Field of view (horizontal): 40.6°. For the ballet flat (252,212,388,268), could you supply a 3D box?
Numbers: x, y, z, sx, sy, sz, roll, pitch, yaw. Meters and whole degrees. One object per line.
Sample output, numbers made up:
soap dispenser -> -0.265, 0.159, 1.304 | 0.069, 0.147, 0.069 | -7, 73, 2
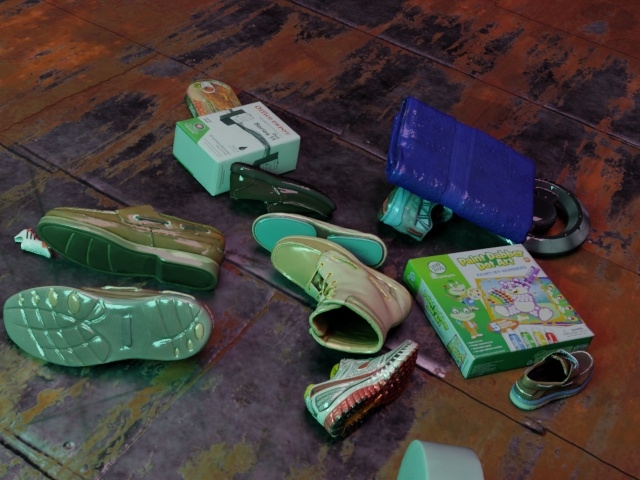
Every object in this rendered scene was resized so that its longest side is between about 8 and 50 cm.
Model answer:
ballet flat -> 0.000, 0.000, 1.575 | 0.248, 0.086, 0.086 | 15, 39, 1

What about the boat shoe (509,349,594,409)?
boat shoe -> 0.391, 0.218, 1.413 | 0.183, 0.066, 0.066 | -21, 50, -34

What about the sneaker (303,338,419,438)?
sneaker -> 0.069, 0.206, 1.328 | 0.092, 0.088, 0.225 | 35, 43, 30

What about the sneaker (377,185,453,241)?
sneaker -> 0.211, -0.084, 1.727 | 0.125, 0.104, 0.262 | 37, 47, 3

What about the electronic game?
electronic game -> 0.435, -0.054, 1.764 | 0.229, 0.048, 0.229 | 2, 45, -2

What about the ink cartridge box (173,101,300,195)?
ink cartridge box -> -0.166, -0.189, 1.737 | 0.208, 0.087, 0.153 | -22, 51, -36

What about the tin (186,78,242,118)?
tin -> -0.229, -0.288, 1.881 | 0.106, 0.040, 0.190 | -4, 42, -25

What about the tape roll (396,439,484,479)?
tape roll -> 0.138, 0.359, 1.057 | 0.072, 0.219, 0.219 | 9, 39, -3

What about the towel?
towel -> 0.272, -0.131, 1.684 | 0.308, 0.076, 0.228 | 25, 51, -12

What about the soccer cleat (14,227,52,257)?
soccer cleat -> -0.486, 0.009, 1.465 | 0.035, 0.029, 0.083 | -34, 54, -31

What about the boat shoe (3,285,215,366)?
boat shoe -> -0.317, 0.126, 1.319 | 0.324, 0.123, 0.116 | 6, 5, 5

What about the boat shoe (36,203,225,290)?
boat shoe -> -0.312, -0.004, 1.453 | 0.307, 0.111, 0.105 | 18, 54, -12

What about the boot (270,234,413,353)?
boot -> 0.009, 0.086, 1.410 | 0.261, 0.095, 0.203 | 29, 22, 11

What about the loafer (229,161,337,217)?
loafer -> -0.076, -0.084, 1.656 | 0.220, 0.078, 0.080 | 19, 10, -10

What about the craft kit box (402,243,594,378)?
craft kit box -> 0.310, 0.116, 1.527 | 0.249, 0.061, 0.247 | -8, 41, -23
